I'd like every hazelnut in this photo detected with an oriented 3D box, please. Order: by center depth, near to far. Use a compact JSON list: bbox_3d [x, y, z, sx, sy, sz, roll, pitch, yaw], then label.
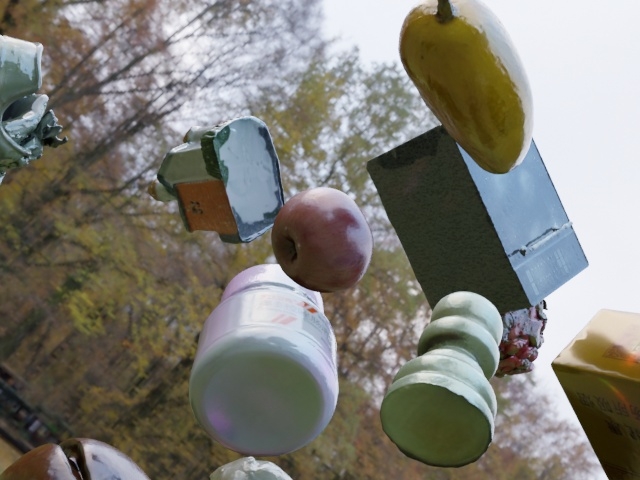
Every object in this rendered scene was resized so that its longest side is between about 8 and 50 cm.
[{"bbox_3d":[-0.458,0.606,1.514,0.402,0.402,0.429,90,-8,-59],"label":"hazelnut"}]

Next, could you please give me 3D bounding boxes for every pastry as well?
[{"bbox_3d":[-0.116,0.509,1.368,0.265,0.133,0.264,19,-68,62],"label":"pastry"}]

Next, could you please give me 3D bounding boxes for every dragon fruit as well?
[{"bbox_3d":[0.473,0.227,2.124,0.269,0.250,0.291,-10,-83,65],"label":"dragon fruit"}]

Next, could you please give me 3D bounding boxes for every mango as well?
[{"bbox_3d":[0.185,-0.187,0.971,0.176,0.119,0.317,46,-6,44],"label":"mango"}]

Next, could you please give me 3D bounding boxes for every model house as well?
[{"bbox_3d":[-0.267,-0.142,1.847,0.301,0.190,0.271,-1,-66,32],"label":"model house"}]

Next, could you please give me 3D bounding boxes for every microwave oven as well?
[{"bbox_3d":[0.350,-0.062,1.828,0.374,0.236,0.432,-22,-86,56],"label":"microwave oven"}]

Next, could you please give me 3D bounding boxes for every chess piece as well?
[{"bbox_3d":[0.170,0.157,1.005,0.133,0.243,0.133,11,-57,17],"label":"chess piece"}]

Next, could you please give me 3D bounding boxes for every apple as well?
[{"bbox_3d":[0.000,0.000,1.102,0.153,0.120,0.153,39,-41,46],"label":"apple"}]

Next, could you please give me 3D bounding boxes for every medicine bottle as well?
[{"bbox_3d":[-0.092,0.193,1.367,0.241,0.241,0.302,49,16,-20],"label":"medicine bottle"}]

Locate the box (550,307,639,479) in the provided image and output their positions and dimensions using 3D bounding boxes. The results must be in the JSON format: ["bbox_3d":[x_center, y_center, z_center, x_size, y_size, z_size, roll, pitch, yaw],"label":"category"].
[{"bbox_3d":[0.458,0.280,0.863,0.264,0.116,0.415,3,-53,57],"label":"box"}]

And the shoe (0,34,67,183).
[{"bbox_3d":[-0.330,-0.088,0.786,0.149,0.109,0.293,2,-36,-16],"label":"shoe"}]
